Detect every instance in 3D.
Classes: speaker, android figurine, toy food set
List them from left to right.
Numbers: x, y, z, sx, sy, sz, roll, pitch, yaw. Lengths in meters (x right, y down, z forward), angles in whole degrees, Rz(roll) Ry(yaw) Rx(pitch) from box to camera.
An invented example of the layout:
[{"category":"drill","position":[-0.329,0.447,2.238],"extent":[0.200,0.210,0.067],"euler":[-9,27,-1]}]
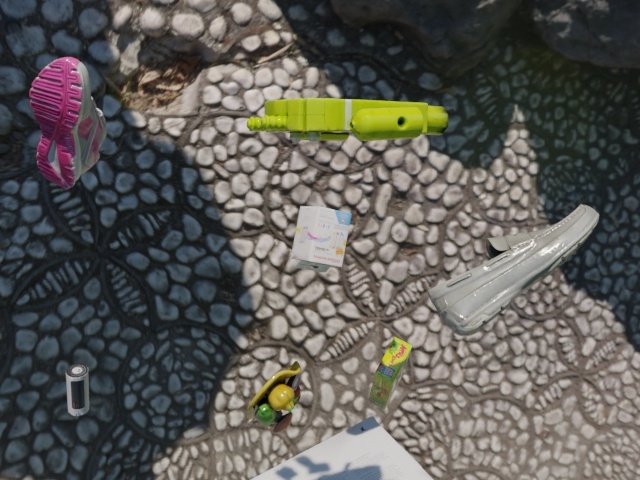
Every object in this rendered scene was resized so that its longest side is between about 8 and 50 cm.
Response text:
[{"category":"speaker","position":[-0.633,0.391,1.645],"extent":[0.055,0.055,0.136],"euler":[-1,120,-20]},{"category":"toy food set","position":[-0.072,0.309,1.194],"extent":[0.071,0.218,0.128],"euler":[42,65,14]},{"category":"android figurine","position":[0.035,-0.168,0.894],"extent":[0.273,0.248,0.056],"euler":[-5,100,-26]}]

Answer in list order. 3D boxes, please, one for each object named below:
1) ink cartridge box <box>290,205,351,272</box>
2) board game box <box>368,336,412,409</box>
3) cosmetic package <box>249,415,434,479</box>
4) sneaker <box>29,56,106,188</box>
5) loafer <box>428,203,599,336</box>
[{"category":"ink cartridge box","position":[0.000,0.000,1.437],"extent":[0.092,0.090,0.143],"euler":[11,87,-30]},{"category":"board game box","position":[0.150,0.291,1.369],"extent":[0.043,0.181,0.092],"euler":[26,61,15]},{"category":"cosmetic package","position":[0.010,0.491,1.094],"extent":[0.377,0.284,0.097],"euler":[-22,117,-19]},{"category":"sneaker","position":[-0.453,-0.223,1.152],"extent":[0.103,0.111,0.252],"euler":[27,129,6]},{"category":"loafer","position":[0.327,0.032,1.065],"extent":[0.319,0.112,0.111],"euler":[-36,72,-7]}]
